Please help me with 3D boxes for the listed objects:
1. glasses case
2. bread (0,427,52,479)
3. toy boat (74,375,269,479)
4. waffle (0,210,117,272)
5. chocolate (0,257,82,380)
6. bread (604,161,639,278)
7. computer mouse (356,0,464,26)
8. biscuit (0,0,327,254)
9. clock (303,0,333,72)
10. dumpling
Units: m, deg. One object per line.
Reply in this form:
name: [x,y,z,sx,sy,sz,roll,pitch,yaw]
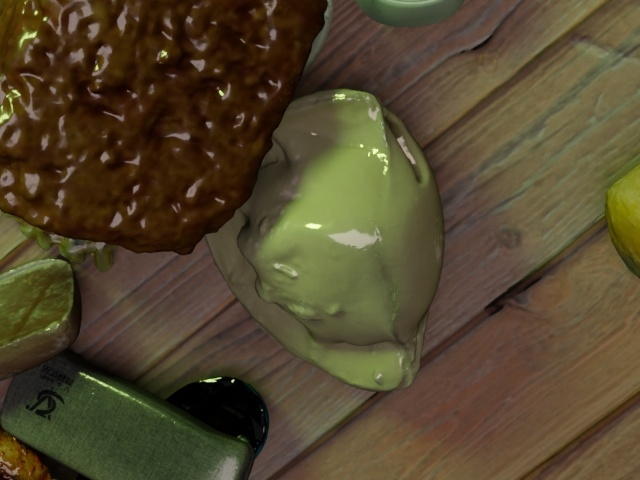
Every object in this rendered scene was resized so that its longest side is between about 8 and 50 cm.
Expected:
glasses case: [-0.246,0.249,1.893,0.323,0.074,0.131,26,90,11]
bread: [-0.477,0.286,1.949,0.269,0.095,0.139,15,120,8]
toy boat: [-0.191,0.295,1.964,0.299,0.092,0.134,-39,75,4]
waffle: [-0.302,-0.078,1.847,0.223,0.054,0.204,38,104,-14]
chocolate: [-0.407,0.125,1.869,0.254,0.157,0.080,-22,126,6]
bread: [0.444,-0.018,1.829,0.170,0.197,0.197,-42,105,4]
computer mouse: [0.101,-0.392,1.736,0.159,0.097,0.288,-3,97,1]
biscuit: [-0.201,-0.188,1.647,0.343,0.166,0.395,17,102,-31]
clock: [-0.102,-0.279,1.789,0.236,0.053,0.236,0,107,-1]
dumpling: [0.000,0.000,1.835,0.316,0.233,0.395,1,117,33]
